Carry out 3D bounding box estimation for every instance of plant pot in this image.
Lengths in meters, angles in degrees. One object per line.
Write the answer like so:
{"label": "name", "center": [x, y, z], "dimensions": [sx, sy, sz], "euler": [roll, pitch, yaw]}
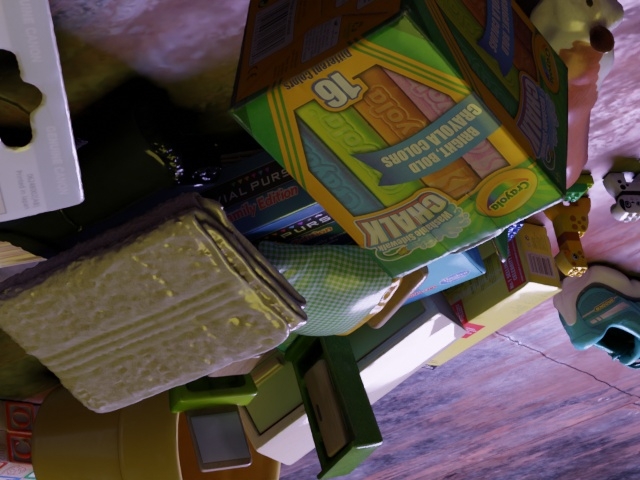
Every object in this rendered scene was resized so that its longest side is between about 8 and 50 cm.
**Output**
{"label": "plant pot", "center": [-0.209, 0.249, 2.020], "dimensions": [0.239, 0.254, 0.254], "euler": [-6, 159, 28]}

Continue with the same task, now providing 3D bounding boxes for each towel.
{"label": "towel", "center": [-0.168, 0.063, 1.586], "dimensions": [0.282, 0.049, 0.187], "euler": [-22, 126, 27]}

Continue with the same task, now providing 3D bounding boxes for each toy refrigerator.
{"label": "toy refrigerator", "center": [0.024, 0.137, 1.929], "dimensions": [0.269, 0.102, 0.094], "euler": [-38, 148, 12]}

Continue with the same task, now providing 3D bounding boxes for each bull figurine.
{"label": "bull figurine", "center": [0.183, -0.131, 1.546], "dimensions": [0.188, 0.101, 0.310], "euler": [-5, 148, 4]}

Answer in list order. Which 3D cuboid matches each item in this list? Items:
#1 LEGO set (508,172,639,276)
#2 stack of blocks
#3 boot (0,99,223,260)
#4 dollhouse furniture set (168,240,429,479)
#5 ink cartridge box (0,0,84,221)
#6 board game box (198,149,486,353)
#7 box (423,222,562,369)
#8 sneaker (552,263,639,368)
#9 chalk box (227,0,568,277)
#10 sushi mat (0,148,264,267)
{"label": "LEGO set", "center": [0.259, -0.015, 1.813], "dimensions": [0.227, 0.093, 0.087], "euler": [0, 152, -21]}
{"label": "stack of blocks", "center": [-0.453, 0.312, 2.200], "dimensions": [0.171, 0.087, 0.297], "euler": [12, 146, -39]}
{"label": "boot", "center": [-0.233, -0.072, 1.510], "dimensions": [0.207, 0.094, 0.246], "euler": [-30, 145, 28]}
{"label": "dollhouse furniture set", "center": [-0.018, 0.131, 1.709], "dimensions": [0.198, 0.151, 0.301], "euler": [-3, 153, -27]}
{"label": "ink cartridge box", "center": [-0.399, -0.120, 1.315], "dimensions": [0.385, 0.091, 0.308], "euler": [-9, 144, -7]}
{"label": "board game box", "center": [0.000, 0.000, 1.724], "dimensions": [0.254, 0.079, 0.336], "euler": [-23, 155, 14]}
{"label": "box", "center": [0.179, 0.068, 1.959], "dimensions": [0.058, 0.087, 0.232], "euler": [11, 147, -38]}
{"label": "sneaker", "center": [0.393, 0.114, 2.107], "dimensions": [0.275, 0.110, 0.107], "euler": [13, 145, -41]}
{"label": "chalk box", "center": [0.090, -0.104, 1.361], "dimensions": [0.179, 0.180, 0.289], "euler": [-27, 126, 29]}
{"label": "sushi mat", "center": [-0.208, -0.031, 1.683], "dimensions": [0.317, 0.019, 0.151], "euler": [-8, 153, -6]}
